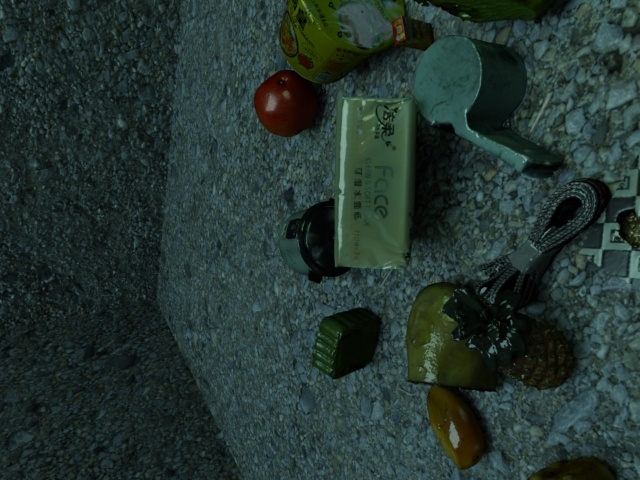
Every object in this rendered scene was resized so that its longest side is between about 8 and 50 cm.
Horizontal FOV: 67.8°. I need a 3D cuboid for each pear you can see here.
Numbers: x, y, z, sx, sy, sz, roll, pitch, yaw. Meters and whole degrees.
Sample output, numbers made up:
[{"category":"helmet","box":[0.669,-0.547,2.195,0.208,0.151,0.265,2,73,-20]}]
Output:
[{"category":"pear","box":[0.346,-0.542,0.954,0.255,0.238,0.164,31,115,50]}]

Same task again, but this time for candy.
[{"category":"candy","box":[0.237,-0.526,1.212,0.038,0.121,0.062,-10,89,51]}]

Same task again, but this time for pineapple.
[{"category":"pineapple","box":[0.388,0.193,0.989,0.170,0.309,0.141,-64,22,-8]}]

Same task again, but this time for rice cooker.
[{"category":"rice cooker","box":[0.000,0.000,1.550,0.227,0.241,0.281,-8,60,58]}]

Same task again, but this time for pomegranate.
[{"category":"pomegranate","box":[-0.117,-0.464,1.661,0.257,0.220,0.221,110,144,-73]}]

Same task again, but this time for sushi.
[{"category":"sushi","box":[0.640,-0.010,0.807,0.290,0.050,0.264,41,114,46]}]

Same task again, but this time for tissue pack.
[{"category":"tissue pack","box":[0.144,-0.158,1.240,0.205,0.332,0.406,2,103,10]}]

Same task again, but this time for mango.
[{"category":"mango","box":[0.355,0.488,1.268,0.141,0.102,0.217,93,154,-57]}]

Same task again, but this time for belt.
[{"category":"belt","box":[0.468,0.017,1.017,0.126,0.094,0.360,58,139,32]}]

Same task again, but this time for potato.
[{"category":"potato","box":[0.320,0.238,1.202,0.229,0.229,0.266,-11,72,55]}]

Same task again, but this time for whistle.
[{"category":"whistle","box":[0.354,-0.285,1.052,0.188,0.168,0.405,-38,66,50]}]

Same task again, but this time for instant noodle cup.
[{"category":"instant noodle cup","box":[0.037,-0.613,1.338,0.254,0.325,0.326,-24,77,63]}]

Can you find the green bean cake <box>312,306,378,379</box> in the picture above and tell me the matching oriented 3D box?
[{"category":"green bean cake","box":[0.083,0.324,1.521,0.113,0.214,0.201,31,121,41]}]

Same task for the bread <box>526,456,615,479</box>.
[{"category":"bread","box":[0.553,0.615,0.933,0.149,0.195,0.344,-49,55,40]}]
